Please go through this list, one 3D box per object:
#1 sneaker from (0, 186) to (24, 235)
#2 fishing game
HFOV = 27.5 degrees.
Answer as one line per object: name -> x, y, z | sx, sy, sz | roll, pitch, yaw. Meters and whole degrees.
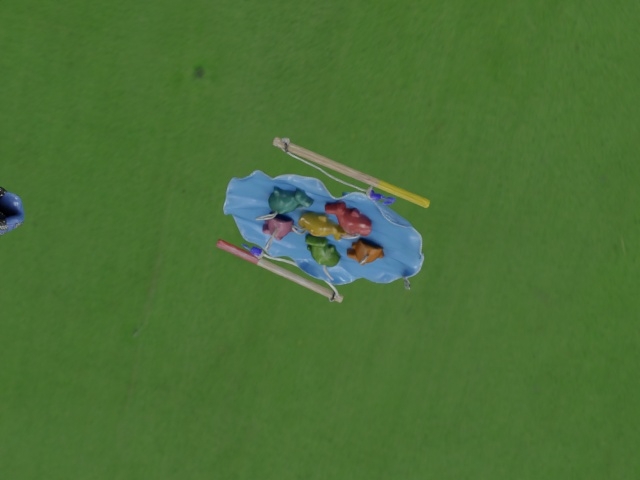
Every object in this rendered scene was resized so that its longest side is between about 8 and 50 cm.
sneaker -> -0.357, -0.063, 1.249 | 0.087, 0.221, 0.083 | -10, 67, 14
fishing game -> 0.000, 0.000, 1.150 | 0.189, 0.264, 0.041 | 25, 65, -10
